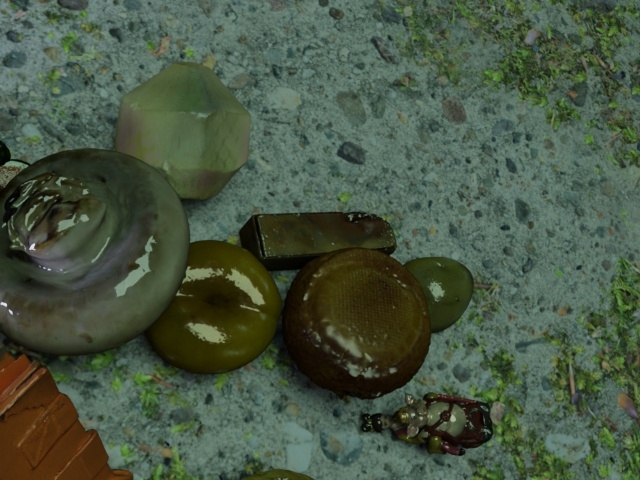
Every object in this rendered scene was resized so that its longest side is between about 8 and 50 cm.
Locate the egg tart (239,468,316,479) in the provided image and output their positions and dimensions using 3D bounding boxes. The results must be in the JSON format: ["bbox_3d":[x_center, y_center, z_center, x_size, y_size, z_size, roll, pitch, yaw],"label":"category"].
[{"bbox_3d":[-0.084,0.533,1.419,0.290,0.115,0.290,8,69,-23],"label":"egg tart"}]

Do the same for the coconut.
[{"bbox_3d":[-0.255,-0.210,1.576,0.259,0.259,0.259,10,66,-22],"label":"coconut"}]

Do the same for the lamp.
[{"bbox_3d":[0.211,0.349,1.637,0.253,0.118,0.118,13,65,-22],"label":"lamp"}]

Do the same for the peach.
[{"bbox_3d":[-0.192,0.120,1.510,0.251,0.153,0.251,3,69,-7],"label":"peach"}]

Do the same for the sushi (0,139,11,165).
[{"bbox_3d":[-0.668,-0.058,1.278,0.294,0.178,0.352,0,55,22],"label":"sushi"}]

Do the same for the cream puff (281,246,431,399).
[{"bbox_3d":[0.063,0.160,1.585,0.303,0.212,0.303,10,57,-15],"label":"cream puff"}]

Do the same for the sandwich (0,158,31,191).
[{"bbox_3d":[-0.551,-0.111,1.510,0.101,0.026,0.069,-14,80,-26],"label":"sandwich"}]

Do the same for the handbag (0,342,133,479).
[{"bbox_3d":[-0.427,0.377,1.178,0.116,0.410,0.303,16,50,31],"label":"handbag"}]

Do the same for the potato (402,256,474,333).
[{"bbox_3d":[0.237,0.109,1.739,0.194,0.157,0.157,-13,75,-43],"label":"potato"}]

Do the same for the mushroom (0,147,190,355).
[{"bbox_3d":[-0.394,0.001,1.350,0.362,0.294,0.362,-4,59,7],"label":"mushroom"}]

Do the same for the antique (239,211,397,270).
[{"bbox_3d":[0.000,0.000,1.692,0.310,0.087,0.093,-3,70,-26],"label":"antique"}]
